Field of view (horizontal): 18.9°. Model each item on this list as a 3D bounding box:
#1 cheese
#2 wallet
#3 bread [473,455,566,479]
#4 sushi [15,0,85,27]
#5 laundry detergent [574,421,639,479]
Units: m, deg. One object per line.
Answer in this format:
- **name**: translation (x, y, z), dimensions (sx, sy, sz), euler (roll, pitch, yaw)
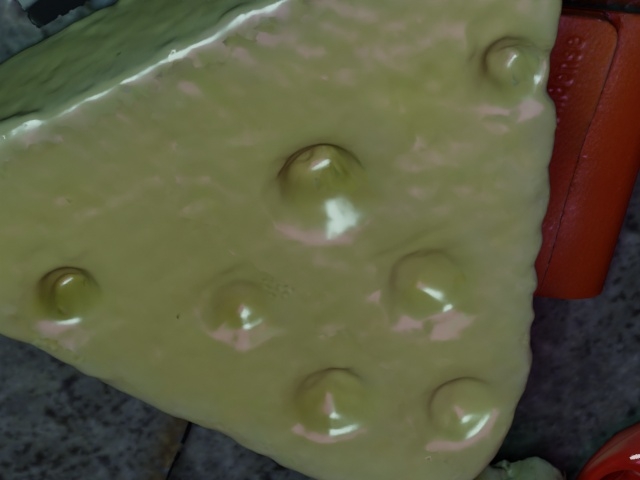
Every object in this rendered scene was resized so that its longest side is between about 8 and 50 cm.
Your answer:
- **cheese**: translation (0.001, -0.001, 1.104), dimensions (0.384, 0.104, 0.384), euler (-3, 120, -4)
- **wallet**: translation (0.134, -0.056, 1.177), dimensions (0.142, 0.045, 0.204), euler (3, 120, -17)
- **bread**: translation (0.048, 0.273, 1.271), dimensions (0.314, 0.192, 0.171), euler (-27, 124, 2)
- **sushi**: translation (-0.139, -0.208, 1.010), dimensions (0.139, 0.031, 0.201), euler (-32, 125, 4)
- **laundry detergent**: translation (0.223, 0.169, 1.347), dimensions (0.097, 0.049, 0.165), euler (7, 117, -16)
